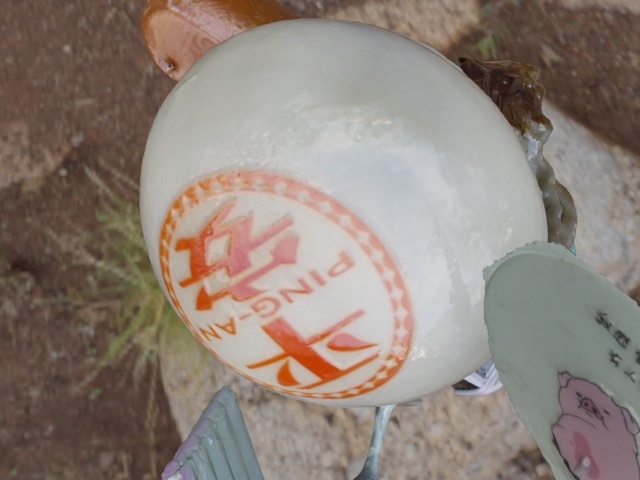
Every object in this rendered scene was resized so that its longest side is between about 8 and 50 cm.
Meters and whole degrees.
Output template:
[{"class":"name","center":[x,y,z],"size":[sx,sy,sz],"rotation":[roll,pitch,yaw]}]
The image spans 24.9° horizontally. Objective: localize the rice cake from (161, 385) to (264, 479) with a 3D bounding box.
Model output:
[{"class":"rice cake","center":[-0.100,0.284,1.535],"size":[0.037,0.189,0.198],"rotation":[-13,109,22]}]

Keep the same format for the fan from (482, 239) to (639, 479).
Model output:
[{"class":"fan","center":[0.128,0.117,0.723],"size":[0.010,0.182,0.310],"rotation":[-32,156,-21]}]

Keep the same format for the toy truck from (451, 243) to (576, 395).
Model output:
[{"class":"toy truck","center":[0.191,0.065,1.524],"size":[0.116,0.110,0.216],"rotation":[39,73,-10]}]

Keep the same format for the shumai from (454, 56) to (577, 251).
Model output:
[{"class":"shumai","center":[0.079,-0.044,0.954],"size":[0.201,0.201,0.120],"rotation":[-11,134,-6]}]

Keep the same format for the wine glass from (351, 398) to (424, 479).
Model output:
[{"class":"wine glass","center":[0.031,0.209,1.141],"size":[0.066,0.198,0.066],"rotation":[12,156,6]}]

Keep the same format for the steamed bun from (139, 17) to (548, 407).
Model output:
[{"class":"steamed bun","center":[0.000,0.000,0.782],"size":[0.231,0.145,0.232],"rotation":[20,137,20]}]

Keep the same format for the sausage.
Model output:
[{"class":"sausage","center":[-0.097,-0.236,1.810],"size":[0.268,0.141,0.153],"rotation":[34,129,4]}]
